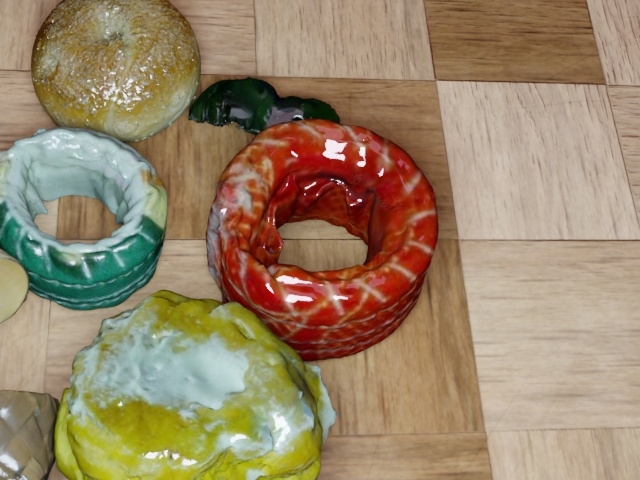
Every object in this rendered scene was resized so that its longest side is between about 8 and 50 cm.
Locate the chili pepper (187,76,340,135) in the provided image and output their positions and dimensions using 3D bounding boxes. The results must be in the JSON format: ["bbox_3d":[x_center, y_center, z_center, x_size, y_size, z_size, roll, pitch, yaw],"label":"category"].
[{"bbox_3d":[-0.090,-0.214,1.625,0.264,0.116,0.148,17,59,0],"label":"chili pepper"}]

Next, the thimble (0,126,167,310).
[{"bbox_3d":[-0.377,-0.038,1.466,0.288,0.167,0.254,27,61,5],"label":"thimble"}]

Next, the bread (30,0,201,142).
[{"bbox_3d":[-0.345,-0.309,1.607,0.305,0.159,0.305,1,62,-1],"label":"bread"}]

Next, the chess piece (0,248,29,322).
[{"bbox_3d":[-0.584,-0.014,1.419,0.117,0.117,0.397,-39,52,-24],"label":"chess piece"}]

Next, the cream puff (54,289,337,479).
[{"bbox_3d":[-0.168,0.267,1.281,0.378,0.275,0.378,6,41,-5],"label":"cream puff"}]

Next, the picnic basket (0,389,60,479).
[{"bbox_3d":[-0.516,0.215,1.240,0.337,0.293,0.337,5,69,-14],"label":"picnic basket"}]

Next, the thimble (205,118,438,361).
[{"bbox_3d":[0.000,0.000,1.464,0.350,0.230,0.350,4,61,-7],"label":"thimble"}]
